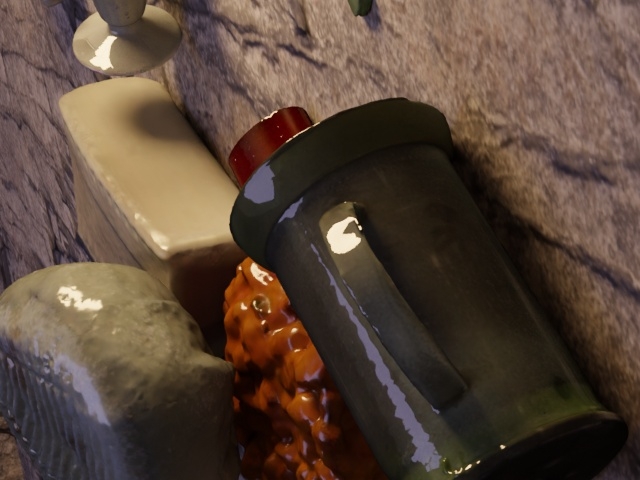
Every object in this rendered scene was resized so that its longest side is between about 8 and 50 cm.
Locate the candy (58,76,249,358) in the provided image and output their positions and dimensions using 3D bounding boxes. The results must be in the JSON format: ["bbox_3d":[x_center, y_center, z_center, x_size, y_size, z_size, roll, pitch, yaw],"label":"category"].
[{"bbox_3d":[-0.185,-0.021,2.015,0.358,0.145,0.208,52,153,45],"label":"candy"}]

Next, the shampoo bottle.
[{"bbox_3d":[0.000,0.000,1.641,0.102,0.064,0.260,-42,61,28],"label":"shampoo bottle"}]

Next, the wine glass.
[{"bbox_3d":[-0.231,-0.296,1.897,0.165,0.165,0.196,55,156,40],"label":"wine glass"}]

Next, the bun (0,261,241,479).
[{"bbox_3d":[-0.215,0.164,1.822,0.354,0.194,0.354,37,144,34],"label":"bun"}]

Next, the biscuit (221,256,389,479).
[{"bbox_3d":[-0.017,0.178,1.792,0.312,0.111,0.318,-130,30,-49],"label":"biscuit"}]

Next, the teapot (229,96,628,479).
[{"bbox_3d":[0.080,0.069,1.293,0.337,0.200,0.270,60,-173,25],"label":"teapot"}]

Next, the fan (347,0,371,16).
[{"bbox_3d":[-0.003,-0.279,1.516,0.193,0.016,0.038,63,160,23],"label":"fan"}]

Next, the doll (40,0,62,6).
[{"bbox_3d":[-0.415,-0.436,2.299,0.237,0.111,0.252,69,176,-83],"label":"doll"}]
